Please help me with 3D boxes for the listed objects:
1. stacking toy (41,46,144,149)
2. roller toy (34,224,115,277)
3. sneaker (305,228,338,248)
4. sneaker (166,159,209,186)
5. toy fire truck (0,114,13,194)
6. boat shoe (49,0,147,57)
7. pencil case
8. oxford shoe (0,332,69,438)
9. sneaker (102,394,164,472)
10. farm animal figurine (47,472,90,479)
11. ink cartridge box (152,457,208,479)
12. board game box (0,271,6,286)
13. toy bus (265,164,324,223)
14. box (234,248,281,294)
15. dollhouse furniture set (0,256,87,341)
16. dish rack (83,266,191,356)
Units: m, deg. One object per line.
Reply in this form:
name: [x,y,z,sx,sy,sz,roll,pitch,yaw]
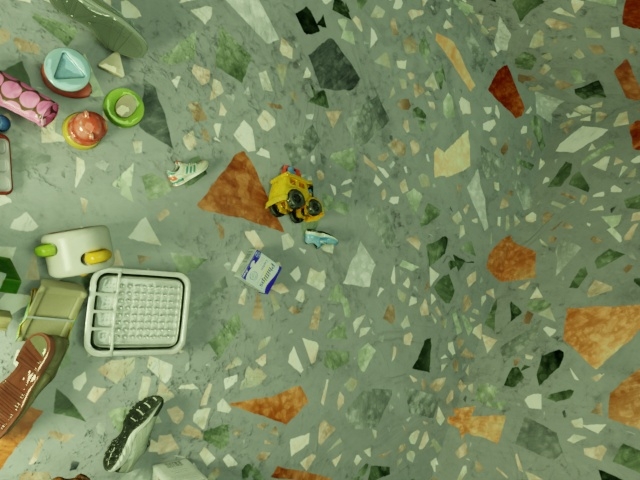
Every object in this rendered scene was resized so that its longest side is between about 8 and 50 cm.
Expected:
stacking toy: [-0.703,-0.470,1.654,0.279,0.130,0.309,-28,106,-31]
roller toy: [-0.733,0.037,1.594,0.209,0.191,0.146,-10,98,-6]
sneaker: [0.000,0.000,2.196,0.162,0.063,0.073,12,101,-30]
sneaker: [-0.472,-0.258,1.858,0.161,0.057,0.075,-39,116,-25]
toy fire truck: [-0.996,-0.278,1.452,0.254,0.169,0.302,-6,94,-59]
boat shoe: [-0.696,-0.714,1.671,0.320,0.118,0.103,30,45,-24]
pencil case: [-0.886,-0.413,1.528,0.209,0.095,0.098,26,38,-16]
oxford shoe: [-0.862,0.438,1.550,0.348,0.123,0.130,-56,161,-2]
sneaker: [-0.610,0.646,1.750,0.108,0.100,0.272,45,69,-41]
farm animal figurine: [-0.812,0.846,1.569,0.326,0.172,0.330,-10,103,-22]
ink cartridge box: [-0.463,0.934,1.734,0.130,0.272,0.310,3,89,-35]
board game box: [-0.995,0.100,1.348,0.144,0.275,0.142,51,56,-68]
toy bus: [-0.095,-0.192,2.084,0.220,0.149,0.212,19,63,-35]
box: [-0.239,0.120,2.011,0.137,0.072,0.126,38,70,-29]
dollhouse furniture set: [-0.891,0.181,1.565,0.301,0.151,0.198,21,99,-50]
dish rack: [-0.612,0.239,1.753,0.332,0.072,0.286,7,85,-34]
